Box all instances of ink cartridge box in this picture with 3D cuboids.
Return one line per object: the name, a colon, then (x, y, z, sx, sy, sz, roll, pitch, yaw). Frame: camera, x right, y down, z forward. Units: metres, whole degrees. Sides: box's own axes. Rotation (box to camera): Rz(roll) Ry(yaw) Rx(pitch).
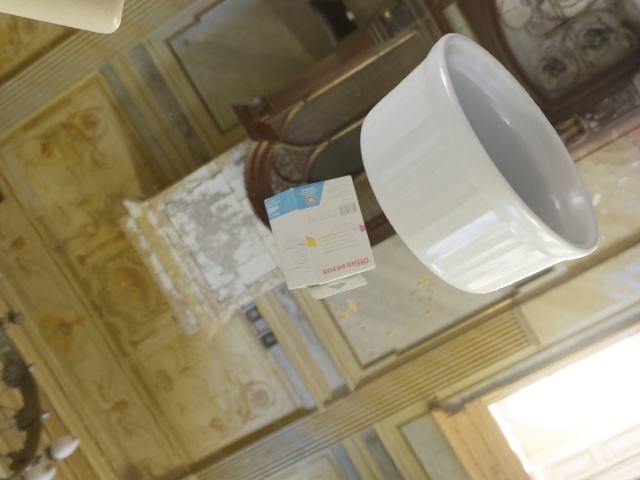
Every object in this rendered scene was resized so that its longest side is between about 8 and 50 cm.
ink cartridge box: (0.000, 0.000, 1.031, 0.090, 0.092, 0.143, -16, 89, 60)

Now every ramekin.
ramekin: (0.170, -0.076, 0.874, 0.277, 0.135, 0.277, 35, -143, -31)

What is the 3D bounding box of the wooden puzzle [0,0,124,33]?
wooden puzzle: (-0.417, -0.497, 1.107, 0.080, 0.322, 0.348, -122, 43, -82)
